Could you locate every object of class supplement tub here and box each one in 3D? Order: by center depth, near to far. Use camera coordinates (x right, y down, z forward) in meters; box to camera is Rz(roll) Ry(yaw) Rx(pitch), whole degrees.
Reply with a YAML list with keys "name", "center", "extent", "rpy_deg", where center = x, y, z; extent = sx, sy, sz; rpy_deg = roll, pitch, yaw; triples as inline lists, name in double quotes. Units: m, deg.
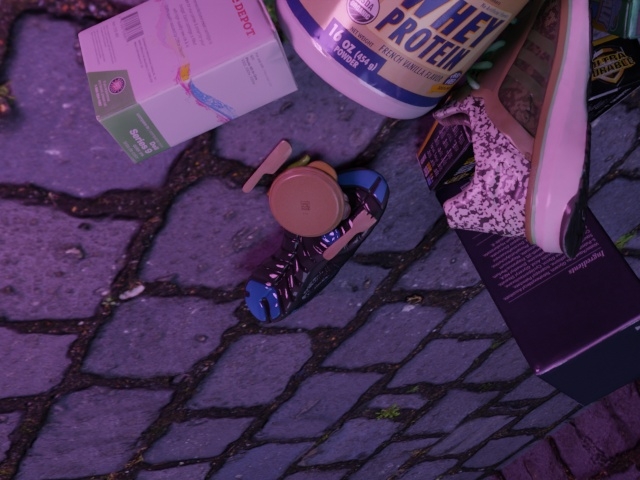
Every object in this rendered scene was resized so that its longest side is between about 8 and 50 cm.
- name: "supplement tub"
  center: [0.121, -0.313, 0.774]
  extent: [0.228, 0.228, 0.316]
  rpy_deg: [11, 134, -39]

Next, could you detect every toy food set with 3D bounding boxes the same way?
- name: "toy food set"
  center: [-0.017, -0.066, 1.148]
  extent: [0.192, 0.038, 0.132]
  rpy_deg: [41, 119, -12]

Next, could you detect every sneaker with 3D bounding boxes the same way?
- name: "sneaker"
  center: [0.220, -0.184, 0.843]
  extent: [0.182, 0.411, 0.158]
  rpy_deg: [2, 163, 19]
- name: "sneaker"
  center: [0.000, 0.000, 1.260]
  extent: [0.341, 0.125, 0.139]
  rpy_deg: [-46, 167, 26]

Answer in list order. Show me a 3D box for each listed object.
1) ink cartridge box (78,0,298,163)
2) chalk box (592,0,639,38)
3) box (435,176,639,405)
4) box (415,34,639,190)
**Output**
- name: "ink cartridge box"
  center: [-0.151, -0.206, 0.830]
  extent: [0.212, 0.154, 0.093]
  rpy_deg: [-25, 146, 4]
- name: "chalk box"
  center: [0.399, -0.332, 0.890]
  extent: [0.132, 0.213, 0.132]
  rpy_deg: [-13, 119, -15]
- name: "box"
  center: [0.422, 0.053, 1.289]
  extent: [0.212, 0.396, 0.293]
  rpy_deg: [-35, 143, 17]
- name: "box"
  center: [0.291, -0.177, 1.067]
  extent: [0.257, 0.079, 0.322]
  rpy_deg: [-19, 173, -2]
